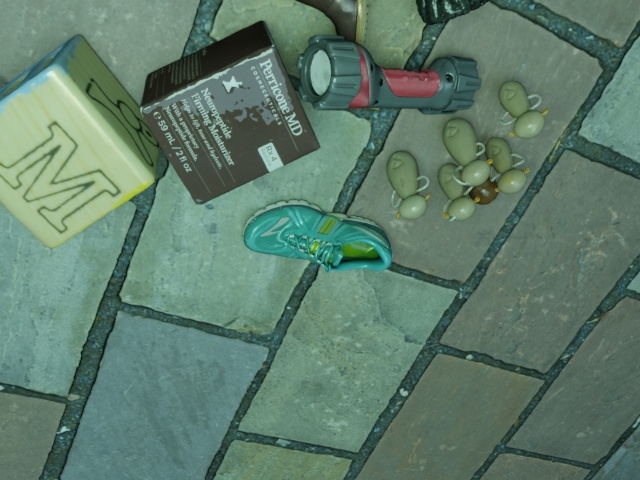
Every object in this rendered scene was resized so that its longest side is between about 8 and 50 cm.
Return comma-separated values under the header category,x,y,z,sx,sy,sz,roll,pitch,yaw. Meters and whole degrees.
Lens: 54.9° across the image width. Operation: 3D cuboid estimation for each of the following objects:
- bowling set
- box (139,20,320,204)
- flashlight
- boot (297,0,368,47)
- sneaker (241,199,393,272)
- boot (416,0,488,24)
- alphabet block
category,x,y,z,sx,sy,sz,roll,pitch,yaw
bowling set,0.275,-0.107,1.038,0.287,0.154,0.200,-34,129,23
box,-0.134,-0.192,0.914,0.203,0.167,0.169,-24,122,4
flashlight,0.114,-0.244,0.919,0.303,0.103,0.103,-9,93,-33
boot,-0.036,-0.376,0.892,0.206,0.090,0.249,-4,123,5
sneaker,0.000,0.000,1.089,0.275,0.110,0.107,5,119,-13
boot,0.111,-0.399,0.792,0.348,0.131,0.260,-34,126,-29
alphabet block,-0.367,-0.144,0.886,0.193,0.192,0.197,-30,120,9
